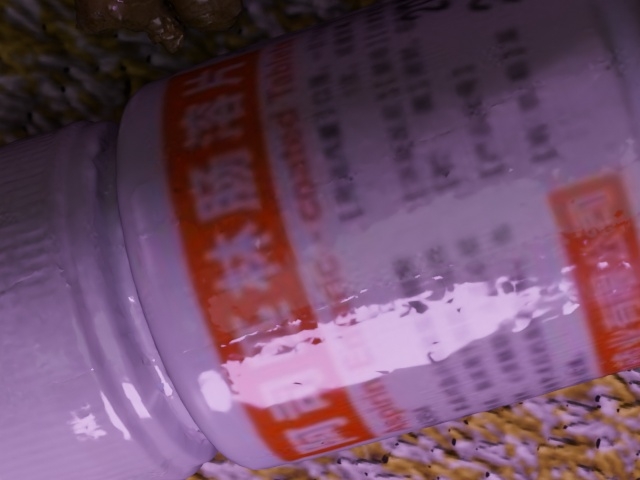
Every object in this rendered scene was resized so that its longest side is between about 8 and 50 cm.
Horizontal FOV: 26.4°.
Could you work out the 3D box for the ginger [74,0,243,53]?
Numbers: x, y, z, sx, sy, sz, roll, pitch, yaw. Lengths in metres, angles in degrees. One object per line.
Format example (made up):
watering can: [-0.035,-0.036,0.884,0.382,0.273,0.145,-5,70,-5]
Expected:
ginger: [-0.129,-0.194,0.705,0.193,0.052,0.176,9,117,0]

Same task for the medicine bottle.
medicine bottle: [0.000,0.000,0.690,0.371,0.211,0.211,-17,110,9]
